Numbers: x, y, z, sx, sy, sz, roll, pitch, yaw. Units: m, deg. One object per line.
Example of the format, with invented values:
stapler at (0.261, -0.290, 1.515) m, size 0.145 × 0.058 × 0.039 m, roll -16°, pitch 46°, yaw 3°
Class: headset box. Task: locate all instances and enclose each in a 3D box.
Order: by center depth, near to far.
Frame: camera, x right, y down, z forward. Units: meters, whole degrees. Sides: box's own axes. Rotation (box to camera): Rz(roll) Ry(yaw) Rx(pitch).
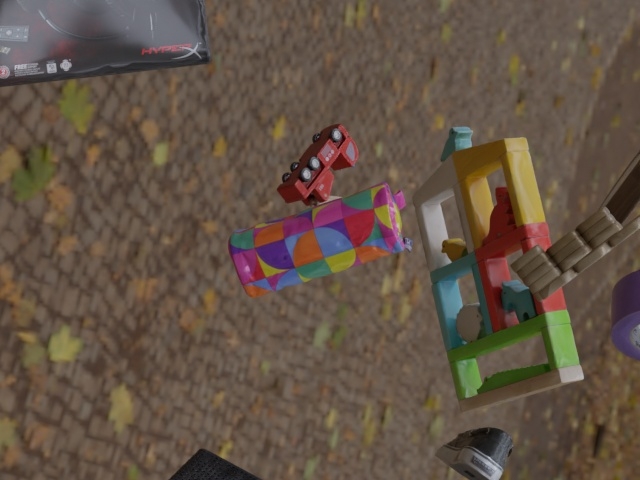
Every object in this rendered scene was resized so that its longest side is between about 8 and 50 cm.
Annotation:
headset box at (-0.231, -0.297, 1.146) m, size 0.218 × 0.110 × 0.293 m, roll -9°, pitch 101°, yaw -21°

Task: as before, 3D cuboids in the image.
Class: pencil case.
pencil case at (0.000, 0.000, 1.634) m, size 0.104 × 0.236 × 0.104 m, roll -17°, pitch 90°, yaw -81°

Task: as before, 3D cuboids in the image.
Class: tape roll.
tape roll at (0.563, 0.123, 2.008) m, size 0.189 × 0.189 × 0.080 m, roll 68°, pitch 27°, yaw -52°

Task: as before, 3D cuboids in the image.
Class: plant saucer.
plant saucer at (0.526, -0.109, 2.058) m, size 0.278 × 0.041 × 0.278 m, roll -53°, pitch 174°, yaw -9°

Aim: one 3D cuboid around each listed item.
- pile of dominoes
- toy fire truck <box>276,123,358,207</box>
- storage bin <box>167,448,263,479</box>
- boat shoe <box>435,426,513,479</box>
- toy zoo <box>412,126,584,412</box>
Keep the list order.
pile of dominoes at (0.262, -0.042, 0.988) m, size 0.251 × 0.040 × 0.196 m, roll -38°, pitch 172°, yaw 7°
toy fire truck at (0.009, -0.060, 1.783) m, size 0.135 × 0.047 × 0.192 m, roll 51°, pitch 54°, yaw -23°
storage bin at (-0.145, 0.421, 1.949) m, size 0.084 × 0.180 × 0.122 m, roll -41°, pitch 143°, yaw -39°
boat shoe at (0.134, 0.181, 1.056) m, size 0.040 × 0.049 × 0.142 m, roll -55°, pitch 180°, yaw -10°
toy zoo at (0.173, 0.020, 1.297) m, size 0.030 × 0.192 × 0.293 m, roll -5°, pitch 77°, yaw -27°
